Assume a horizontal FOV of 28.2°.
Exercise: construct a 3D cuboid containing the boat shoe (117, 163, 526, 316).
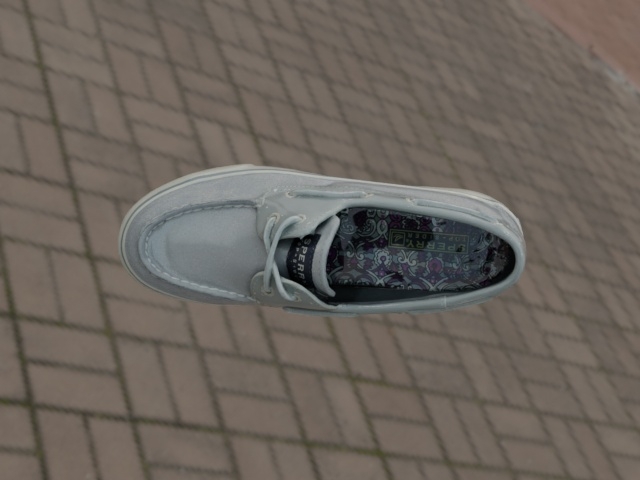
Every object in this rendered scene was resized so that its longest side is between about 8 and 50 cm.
[{"bbox_3d":[0.001,0.001,0.690,0.227,0.079,0.081,0,8,0],"label":"boat shoe"}]
